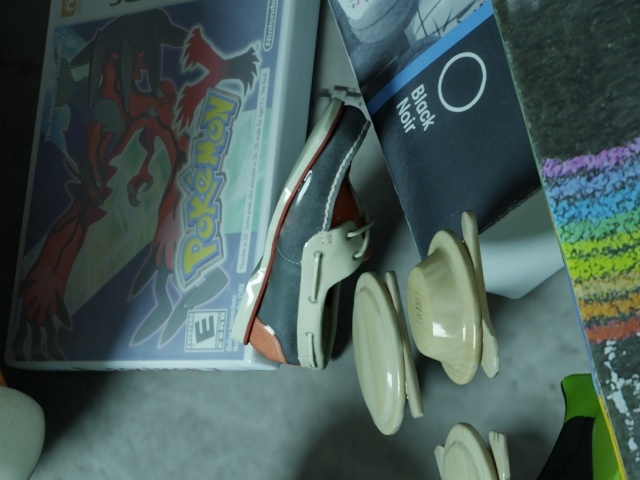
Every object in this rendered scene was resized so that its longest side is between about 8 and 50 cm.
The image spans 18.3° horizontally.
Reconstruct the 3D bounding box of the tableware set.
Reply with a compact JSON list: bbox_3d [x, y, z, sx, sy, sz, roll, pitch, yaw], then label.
[{"bbox_3d":[0.043,0.069,0.727,0.169,0.020,0.141,129,134,-71],"label":"tableware set"}]

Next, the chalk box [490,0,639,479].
[{"bbox_3d":[0.187,0.045,0.512,0.180,0.179,0.289,-26,59,25],"label":"chalk box"}]

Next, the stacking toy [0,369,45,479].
[{"bbox_3d":[-0.342,-0.067,0.931,0.350,0.350,0.480,-25,73,39],"label":"stacking toy"}]

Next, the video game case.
[{"bbox_3d":[-0.077,-0.038,0.941,0.183,0.023,0.201,-4,77,45],"label":"video game case"}]

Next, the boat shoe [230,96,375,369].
[{"bbox_3d":[0.000,0.000,0.806,0.049,0.043,0.137,-59,-8,-48],"label":"boat shoe"}]

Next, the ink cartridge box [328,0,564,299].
[{"bbox_3d":[0.144,-0.134,0.714,0.332,0.065,0.165,-39,53,31],"label":"ink cartridge box"}]

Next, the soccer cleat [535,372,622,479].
[{"bbox_3d":[0.088,0.133,0.707,0.072,0.060,0.179,15,84,57],"label":"soccer cleat"}]
